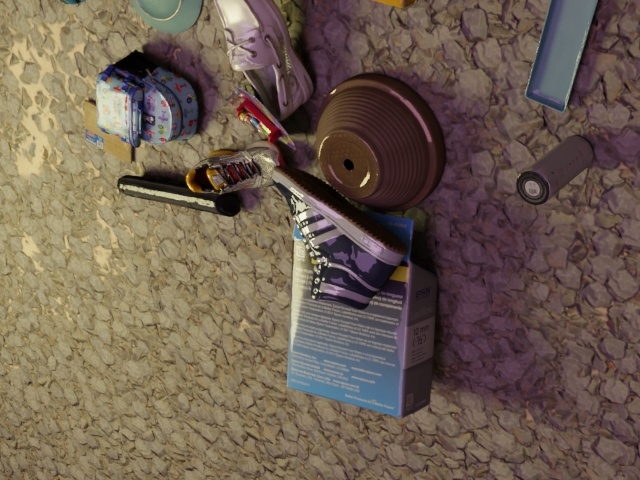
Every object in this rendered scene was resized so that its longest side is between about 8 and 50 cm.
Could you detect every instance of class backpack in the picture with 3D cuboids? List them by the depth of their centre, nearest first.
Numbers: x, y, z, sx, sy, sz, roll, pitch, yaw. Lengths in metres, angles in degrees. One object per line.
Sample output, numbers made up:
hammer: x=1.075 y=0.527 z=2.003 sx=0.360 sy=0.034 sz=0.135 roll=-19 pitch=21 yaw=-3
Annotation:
backpack: x=-0.316 y=-0.246 z=2.071 sx=0.173 sy=0.117 sz=0.158 roll=28 pitch=131 yaw=19

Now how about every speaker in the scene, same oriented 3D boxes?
speaker: x=0.341 y=-0.103 z=1.616 sx=0.055 sy=0.136 sz=0.055 roll=24 pitch=131 yaw=31

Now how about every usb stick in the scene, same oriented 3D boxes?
usb stick: x=-0.276 y=-0.088 z=2.163 sx=0.278 sy=0.077 sz=0.045 roll=12 pitch=93 yaw=34

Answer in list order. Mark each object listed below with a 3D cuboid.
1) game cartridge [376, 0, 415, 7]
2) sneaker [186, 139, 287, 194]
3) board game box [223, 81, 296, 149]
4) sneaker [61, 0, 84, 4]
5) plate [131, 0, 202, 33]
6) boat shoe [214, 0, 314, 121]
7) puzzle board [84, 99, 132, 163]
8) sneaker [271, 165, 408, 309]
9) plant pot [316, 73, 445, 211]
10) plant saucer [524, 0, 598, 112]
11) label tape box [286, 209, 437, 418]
game cartridge: x=0.029 y=-0.536 z=1.672 sx=0.285 sy=0.053 sz=0.323 roll=22 pitch=125 yaw=27
sneaker: x=-0.151 y=-0.120 z=2.029 sx=0.225 sy=0.093 sz=0.088 roll=-9 pitch=109 yaw=41
board game box: x=-0.110 y=-0.203 z=1.920 sx=0.133 sy=0.033 sz=0.169 roll=50 pitch=173 yaw=-34
sneaker: x=-0.497 y=-0.599 z=2.028 sx=0.140 sy=0.125 sz=0.340 roll=27 pitch=138 yaw=59
plate: x=-0.288 y=-0.456 z=1.987 sx=0.188 sy=0.024 sz=0.188 roll=19 pitch=127 yaw=28
boat shoe: x=-0.105 y=-0.311 z=1.816 sx=0.098 sy=0.096 sz=0.277 roll=6 pitch=140 yaw=44
puzzle board: x=-0.425 y=-0.219 z=2.248 sx=0.128 sy=0.011 sz=0.096 roll=27 pitch=131 yaw=24
sneaker: x=0.000 y=0.000 z=1.867 sx=0.282 sy=0.099 sz=0.153 roll=38 pitch=111 yaw=25
plant pot: x=0.076 y=-0.143 z=1.823 sx=0.237 sy=0.110 sz=0.237 roll=19 pitch=126 yaw=28
plant saucer: x=0.345 y=-0.278 z=1.592 sx=0.067 sy=0.018 sz=0.192 roll=27 pitch=129 yaw=24
label tape box: x=0.074 y=0.110 z=1.961 sx=0.249 sy=0.115 sz=0.347 roll=11 pitch=102 yaw=34
